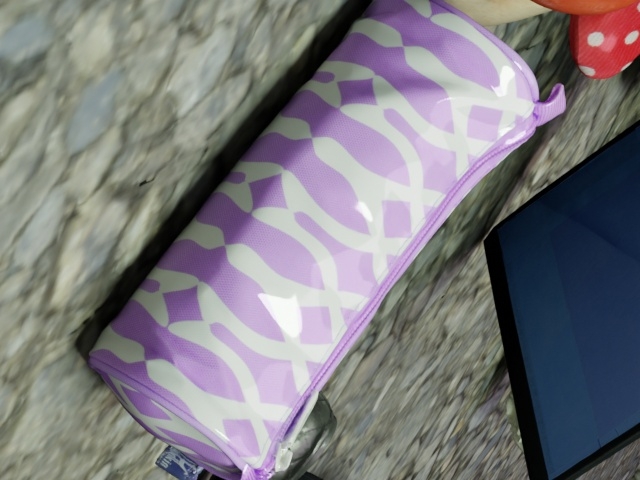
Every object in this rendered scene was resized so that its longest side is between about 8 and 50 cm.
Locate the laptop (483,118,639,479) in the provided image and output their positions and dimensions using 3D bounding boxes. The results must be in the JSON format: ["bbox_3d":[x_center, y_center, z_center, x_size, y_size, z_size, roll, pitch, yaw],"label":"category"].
[{"bbox_3d":[0.158,-0.042,0.980,0.234,0.136,0.264,-96,178,-52],"label":"laptop"}]

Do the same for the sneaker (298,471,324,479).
[{"bbox_3d":[0.000,0.216,1.078,0.131,0.112,0.319,-56,163,-9],"label":"sneaker"}]

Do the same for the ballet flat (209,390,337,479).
[{"bbox_3d":[-0.060,0.134,0.893,0.173,0.049,0.057,-51,-164,-4],"label":"ballet flat"}]

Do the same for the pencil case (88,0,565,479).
[{"bbox_3d":[0.000,0.000,0.702,0.206,0.088,0.086,-54,158,-12],"label":"pencil case"}]

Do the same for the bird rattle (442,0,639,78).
[{"bbox_3d":[0.125,-0.143,0.745,0.207,0.143,0.253,-16,178,-31],"label":"bird rattle"}]

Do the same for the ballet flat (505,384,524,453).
[{"bbox_3d":[0.248,0.015,1.345,0.409,0.147,0.147,-46,171,30],"label":"ballet flat"}]
